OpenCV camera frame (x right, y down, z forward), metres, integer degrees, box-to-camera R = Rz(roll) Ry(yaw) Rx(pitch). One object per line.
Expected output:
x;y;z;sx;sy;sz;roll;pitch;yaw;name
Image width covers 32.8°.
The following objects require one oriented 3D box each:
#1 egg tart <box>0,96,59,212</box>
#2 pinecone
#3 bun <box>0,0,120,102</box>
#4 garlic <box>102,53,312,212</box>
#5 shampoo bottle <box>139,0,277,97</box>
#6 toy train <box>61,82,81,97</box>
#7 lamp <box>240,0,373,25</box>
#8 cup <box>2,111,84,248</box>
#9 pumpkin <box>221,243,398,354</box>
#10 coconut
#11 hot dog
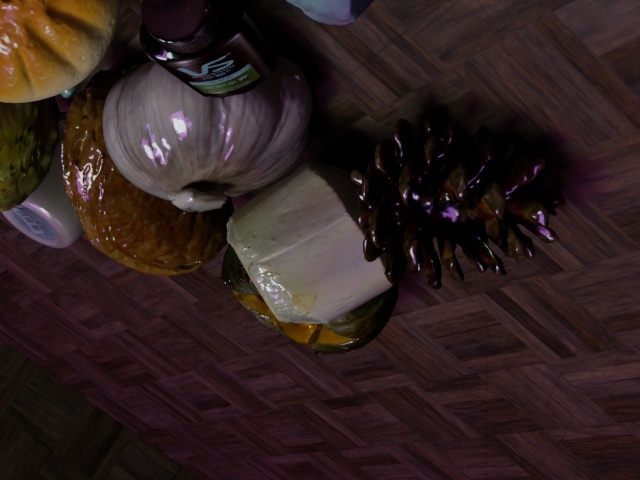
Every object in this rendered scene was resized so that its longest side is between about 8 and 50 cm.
-0.587;-0.249;1.720;0.178;0.443;0.443;-23;123;38;egg tart
0.183;-0.046;1.510;0.309;0.244;0.244;6;145;21;pinecone
-0.431;-0.337;1.527;0.299;0.299;0.165;39;-170;-17;bun
-0.160;-0.175;1.604;0.322;0.322;0.241;1;107;43;garlic
-0.133;-0.235;1.280;0.129;0.084;0.323;-16;177;4;shampoo bottle
-0.452;-0.340;1.696;0.101;0.159;0.248;-28;111;41;toy train
-0.079;-0.358;1.223;0.301;0.247;0.247;26;132;8;lamp
-0.495;-0.123;2.044;0.192;0.200;0.253;23;151;14;cup
-0.013;0.065;1.908;0.321;0.192;0.320;25;152;14;pumpkin
0.000;0.000;1.658;0.239;0.244;0.239;59;176;7;coconut
-0.302;-0.110;1.830;0.174;0.267;0.387;-10;138;27;hot dog
